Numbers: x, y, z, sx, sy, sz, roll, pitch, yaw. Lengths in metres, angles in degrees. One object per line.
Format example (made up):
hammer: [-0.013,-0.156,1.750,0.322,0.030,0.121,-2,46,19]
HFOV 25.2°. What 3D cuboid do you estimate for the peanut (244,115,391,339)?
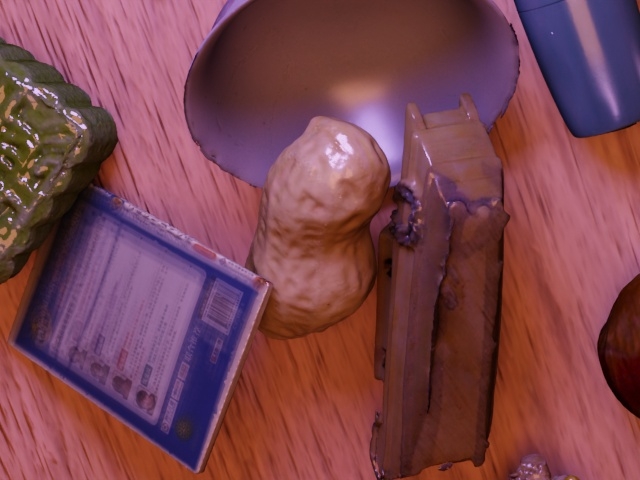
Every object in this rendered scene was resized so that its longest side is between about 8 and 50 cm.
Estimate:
peanut: [0.000,0.000,1.502,0.147,0.148,0.319,23,139,2]

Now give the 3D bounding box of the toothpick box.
toothpick box: [0.282,-0.202,1.497,0.120,0.120,0.184,-19,100,10]

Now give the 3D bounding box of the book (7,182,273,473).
book: [-0.207,0.083,1.578,0.322,0.018,0.228,29,104,32]

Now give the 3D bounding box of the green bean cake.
green bean cake: [-0.371,-0.089,1.579,0.222,0.125,0.248,34,104,7]

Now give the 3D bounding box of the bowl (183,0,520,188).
bowl: [0.022,-0.208,1.480,0.345,0.345,0.157,-17,54,9]

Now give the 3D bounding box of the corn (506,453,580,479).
corn: [0.265,0.395,1.609,0.119,0.119,0.322,-7,101,8]

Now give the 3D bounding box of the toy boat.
toy boat: [0.125,0.062,1.528,0.135,0.162,0.446,-9,120,-20]

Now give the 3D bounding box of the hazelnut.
hazelnut: [0.387,0.107,1.529,0.160,0.170,0.202,5,143,-22]
